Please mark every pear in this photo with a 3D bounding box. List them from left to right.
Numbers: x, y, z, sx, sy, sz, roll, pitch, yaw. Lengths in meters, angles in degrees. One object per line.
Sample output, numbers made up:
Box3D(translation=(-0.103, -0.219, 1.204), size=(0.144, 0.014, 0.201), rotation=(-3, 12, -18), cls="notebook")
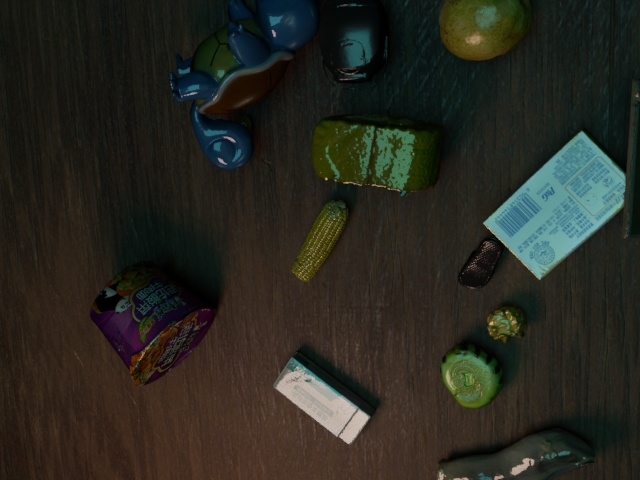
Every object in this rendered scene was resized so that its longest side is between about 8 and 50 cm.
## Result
Box3D(translation=(0.309, -0.419, 1.559), size=(0.178, 0.178, 0.178), rotation=(4, 103, 19), cls="pear")

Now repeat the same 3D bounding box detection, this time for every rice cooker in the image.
Box3D(translation=(0.071, -0.408, 1.668), size=(0.142, 0.118, 0.203), rotation=(4, 102, 18), cls="rice cooker")

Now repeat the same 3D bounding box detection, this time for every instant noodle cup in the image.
Box3D(translation=(-0.396, 0.179, 1.901), size=(0.190, 0.251, 0.251), rotation=(42, 111, 16), cls="instant noodle cup")

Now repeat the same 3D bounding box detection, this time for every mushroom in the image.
Box3D(translation=(0.405, 0.480, 1.751), size=(0.351, 0.097, 0.109), rotation=(-23, 92, 25), cls="mushroom")

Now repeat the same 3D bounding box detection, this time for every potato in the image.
Box3D(translation=(-0.177, -0.233, 1.831), size=(0.046, 0.045, 0.092), rotation=(0, 106, -23), cls="potato")

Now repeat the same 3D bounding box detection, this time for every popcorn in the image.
Box3D(translation=(0.387, 0.174, 1.712), size=(0.083, 0.057, 0.082), rotation=(35, 104, 13), cls="popcorn")

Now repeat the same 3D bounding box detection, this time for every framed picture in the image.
Box3D(translation=(0.653, -0.151, 1.507), size=(0.211, 0.020, 0.290), rotation=(-4, 103, -16), cls="framed picture")

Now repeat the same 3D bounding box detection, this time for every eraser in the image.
Box3D(translation=(0.007, 0.359, 1.887), size=(0.225, 0.052, 0.096), rotation=(36, 109, 9), cls="eraser")

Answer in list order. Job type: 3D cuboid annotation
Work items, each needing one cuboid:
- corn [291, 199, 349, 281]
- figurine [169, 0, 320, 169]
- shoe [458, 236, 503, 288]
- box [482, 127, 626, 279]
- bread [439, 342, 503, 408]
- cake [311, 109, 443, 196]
Box3D(translation=(0.000, 0.000, 1.805), size=(0.067, 0.067, 0.206), rotation=(34, 111, 10), cls="corn")
Box3D(translation=(-0.181, -0.357, 1.697), size=(0.243, 0.298, 0.416), rotation=(28, 108, -8), cls="figurine")
Box3D(translation=(0.336, 0.039, 1.699), size=(0.062, 0.053, 0.159), rotation=(26, 140, 5), cls="shoe")
Box3D(translation=(0.470, -0.070, 1.609), size=(0.168, 0.097, 0.265), rotation=(45, 112, 6), cls="box")
Box3D(translation=(0.319, 0.284, 1.750), size=(0.139, 0.071, 0.130), rotation=(38, 114, 7), cls="bread")
Box3D(translation=(0.116, -0.181, 1.669), size=(0.260, 0.179, 0.156), rotation=(12, 104, 20), cls="cake")
